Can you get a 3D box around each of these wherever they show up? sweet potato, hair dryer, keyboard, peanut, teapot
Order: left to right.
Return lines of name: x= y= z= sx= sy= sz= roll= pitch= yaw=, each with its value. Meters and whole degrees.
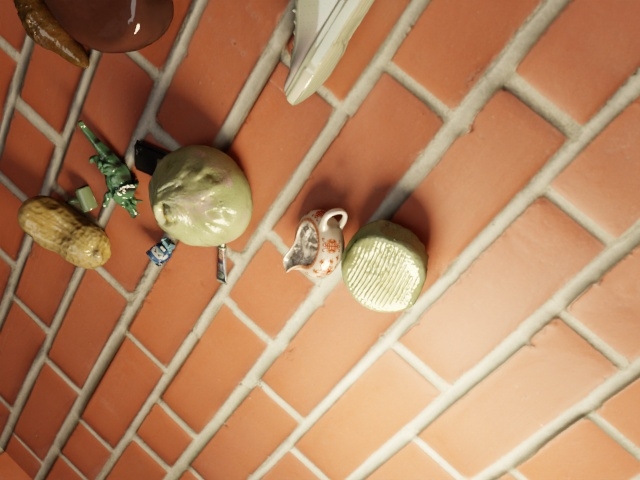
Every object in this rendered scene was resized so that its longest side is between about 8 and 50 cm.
sweet potato: x=-0.725 y=-0.578 z=1.906 sx=0.114 sy=0.092 sz=0.342 roll=-26 pitch=99 yaw=21
peanut: x=-0.749 y=-0.025 z=2.177 sx=0.291 sy=0.159 sz=0.143 roll=30 pitch=99 yaw=3
hair dryer: x=-0.718 y=-0.121 z=2.176 sx=0.150 sy=0.047 sz=0.071 roll=-4 pitch=110 yaw=45
keyboard: x=-0.399 y=-0.193 z=1.942 sx=0.230 sy=0.025 sz=0.094 roll=24 pitch=125 yaw=20
teapot: x=0.000 y=0.000 z=1.725 sx=0.116 sy=0.159 sz=0.246 roll=7 pitch=137 yaw=-21

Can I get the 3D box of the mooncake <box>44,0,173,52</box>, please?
mooncake: x=-0.494 y=-0.611 z=1.694 sx=0.325 sy=0.174 sz=0.334 roll=23 pitch=121 yaw=17

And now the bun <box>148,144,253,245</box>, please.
bun: x=-0.310 y=-0.090 z=1.822 sx=0.283 sy=0.179 sz=0.283 roll=10 pitch=125 yaw=14

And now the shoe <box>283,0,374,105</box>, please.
shoe: x=-0.011 y=-0.453 z=1.504 sx=0.160 sy=0.132 sz=0.363 roll=41 pitch=124 yaw=7

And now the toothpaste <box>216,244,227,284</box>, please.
toothpaste: x=-0.266 y=0.060 z=1.993 sx=0.037 sy=0.021 sz=0.140 roll=24 pitch=127 yaw=26

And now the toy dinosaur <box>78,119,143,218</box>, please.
toy dinosaur: x=-0.588 y=-0.190 z=2.031 sx=0.120 sy=0.079 sz=0.292 roll=-32 pitch=97 yaw=33

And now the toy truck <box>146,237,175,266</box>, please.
toy truck: x=-0.436 y=0.022 z=2.044 sx=0.056 sy=0.073 sz=0.090 roll=46 pitch=130 yaw=3

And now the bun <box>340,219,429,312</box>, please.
bun: x=0.148 y=0.057 z=1.679 sx=0.221 sy=0.108 sz=0.221 roll=10 pitch=120 yaw=18
